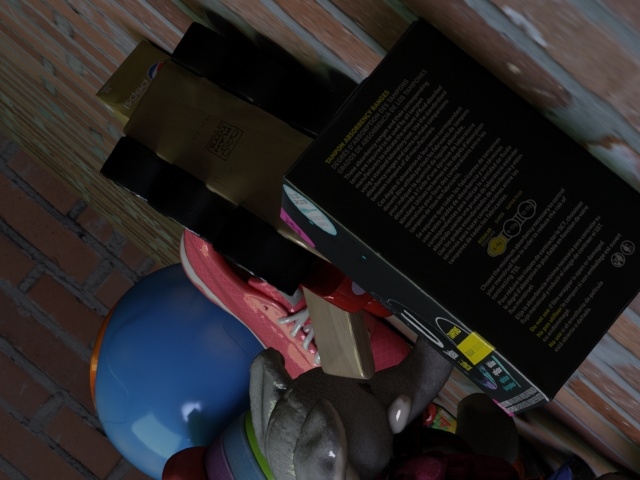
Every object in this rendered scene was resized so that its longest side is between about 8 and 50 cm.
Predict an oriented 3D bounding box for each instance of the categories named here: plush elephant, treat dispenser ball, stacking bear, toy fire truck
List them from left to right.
[{"bbox_3d":[-0.146,0.168,2.191,0.288,0.288,0.288,39,172,6],"label":"treat dispenser ball"},{"bbox_3d":[-0.010,0.238,1.986,0.175,0.289,0.164,54,-166,-14],"label":"stacking bear"},{"bbox_3d":[0.000,0.000,1.138,0.246,0.158,0.217,31,180,-42],"label":"toy fire truck"},{"bbox_3d":[0.062,0.186,1.493,0.255,0.330,0.272,65,169,-27],"label":"plush elephant"}]

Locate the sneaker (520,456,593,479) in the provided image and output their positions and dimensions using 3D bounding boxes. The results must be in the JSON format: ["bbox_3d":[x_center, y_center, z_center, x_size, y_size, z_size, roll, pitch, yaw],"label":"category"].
[{"bbox_3d":[0.171,0.261,1.670,0.087,0.083,0.221,54,130,7],"label":"sneaker"}]

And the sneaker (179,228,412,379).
[{"bbox_3d":[-0.025,0.075,1.738,0.314,0.116,0.136,39,171,10],"label":"sneaker"}]

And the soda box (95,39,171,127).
[{"bbox_3d":[-0.105,-0.082,1.417,0.058,0.061,0.181,34,170,36],"label":"soda box"}]

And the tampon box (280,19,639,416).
[{"bbox_3d":[0.071,-0.007,0.846,0.161,0.101,0.120,40,172,5],"label":"tampon box"}]

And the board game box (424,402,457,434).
[{"bbox_3d":[0.170,0.262,2.117,0.170,0.048,0.141,42,173,-13],"label":"board game box"}]

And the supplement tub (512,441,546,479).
[{"bbox_3d":[0.188,0.278,1.837,0.117,0.117,0.190,35,168,35],"label":"supplement tub"}]
